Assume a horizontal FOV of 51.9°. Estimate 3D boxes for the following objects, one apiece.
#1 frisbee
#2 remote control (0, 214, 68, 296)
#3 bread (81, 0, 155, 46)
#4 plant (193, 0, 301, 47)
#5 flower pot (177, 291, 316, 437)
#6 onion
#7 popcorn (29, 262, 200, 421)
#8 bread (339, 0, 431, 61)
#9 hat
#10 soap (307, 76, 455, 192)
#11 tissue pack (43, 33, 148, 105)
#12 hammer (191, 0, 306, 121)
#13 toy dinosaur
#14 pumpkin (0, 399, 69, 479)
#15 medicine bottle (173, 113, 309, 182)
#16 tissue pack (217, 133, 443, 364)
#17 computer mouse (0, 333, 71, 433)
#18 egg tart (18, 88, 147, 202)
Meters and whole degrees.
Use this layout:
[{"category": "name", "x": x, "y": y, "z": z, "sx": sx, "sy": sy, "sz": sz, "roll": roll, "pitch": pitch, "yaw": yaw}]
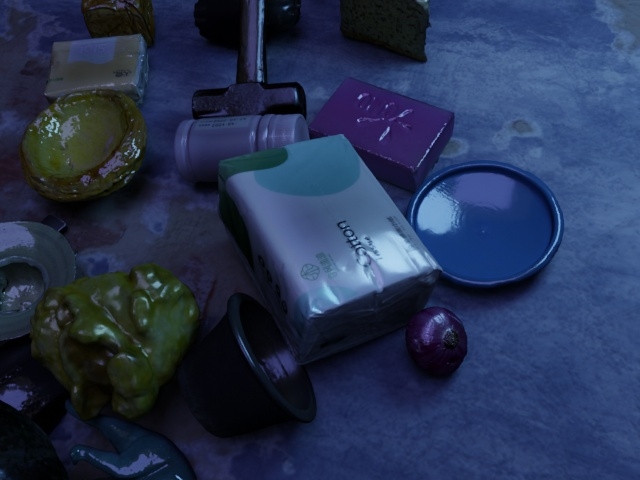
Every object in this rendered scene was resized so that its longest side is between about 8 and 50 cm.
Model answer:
[{"category": "frisbee", "x": 0.304, "y": -0.029, "z": 1.238, "sx": 0.290, "sy": 0.049, "sz": 0.289, "roll": -5, "pitch": 56, "yaw": 7}, {"category": "remote control", "x": -0.591, "y": 0.035, "z": 1.306, "sx": 0.059, "sy": 0.028, "sz": 0.212, "roll": 29, "pitch": 65, "yaw": 18}, {"category": "bread", "x": -0.487, "y": -0.555, "z": 1.598, "sx": 0.143, "sy": 0.158, "sz": 0.149, "roll": -6, "pitch": 56, "yaw": -4}, {"category": "plant", "x": -0.169, "y": -0.542, "z": 1.566, "sx": 0.256, "sy": 0.141, "sz": 0.164, "roll": 0, "pitch": 57, "yaw": 19}, {"category": "flower pot", "x": -0.128, "y": 0.218, "z": 1.049, "sx": 0.148, "sy": 0.235, "sz": 0.235, "roll": -34, "pitch": 58, "yaw": 7}, {"category": "onion", "x": 0.190, "y": 0.168, "z": 1.104, "sx": 0.104, "sy": 0.115, "sz": 0.115, "roll": -15, "pitch": 41, "yaw": 53}, {"category": "popcorn", "x": -0.343, "y": 0.160, "z": 1.079, "sx": 0.250, "sy": 0.234, "sz": 0.242, "roll": 1, "pitch": 24, "yaw": 26}, {"category": "bread", "x": 0.199, "y": -0.600, "z": 1.500, "sx": 0.279, "sy": 0.248, "sz": 0.315, "roll": 34, "pitch": 79, "yaw": 18}, {"category": "hat", "x": -0.564, "y": 0.093, "z": 1.217, "sx": 0.252, "sy": 0.110, "sz": 0.252, "roll": 3, "pitch": 57, "yaw": -5}, {"category": "soap", "x": 0.123, "y": -0.226, "z": 1.364, "sx": 0.259, "sy": 0.081, "sz": 0.181, "roll": 26, "pitch": 64, "yaw": 21}, {"category": "tissue pack", "x": -0.515, "y": -0.390, "z": 1.532, "sx": 0.222, "sy": 0.090, "sz": 0.186, "roll": -5, "pitch": 59, "yaw": 4}, {"category": "hammer", "x": -0.151, "y": -0.437, "z": 1.422, "sx": 0.243, "sy": 0.095, "sz": 0.408, "roll": 0, "pitch": 87, "yaw": 8}, {"category": "toy dinosaur", "x": -0.203, "y": 0.368, "z": 1.025, "sx": 0.331, "sy": 0.129, "sz": 0.383, "roll": -14, "pitch": 55, "yaw": -16}, {"category": "pumpkin", "x": -0.562, "y": 0.411, "z": 0.875, "sx": 0.455, "sy": 0.344, "sz": 0.454, "roll": -2, "pitch": 63, "yaw": 4}, {"category": "medicine bottle", "x": -0.155, "y": -0.185, "z": 1.322, "sx": 0.250, "sy": 0.133, "sz": 0.133, "roll": -1, "pitch": 57, "yaw": 15}, {"category": "tissue pack", "x": 0.000, "y": -0.001, "z": 1.146, "sx": 0.266, "sy": 0.193, "sz": 0.356, "roll": -17, "pitch": 56, "yaw": -25}, {"category": "computer mouse", "x": -0.509, "y": 0.240, "z": 1.130, "sx": 0.168, "sy": 0.087, "sz": 0.295, "roll": 29, "pitch": 61, "yaw": 22}, {"category": "egg tart", "x": -0.484, "y": -0.187, "z": 1.383, "sx": 0.294, "sy": 0.123, "sz": 0.294, "roll": -5, "pitch": 58, "yaw": 8}]
